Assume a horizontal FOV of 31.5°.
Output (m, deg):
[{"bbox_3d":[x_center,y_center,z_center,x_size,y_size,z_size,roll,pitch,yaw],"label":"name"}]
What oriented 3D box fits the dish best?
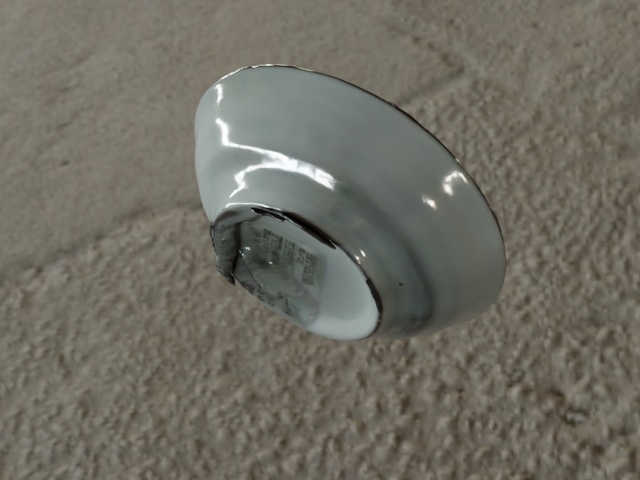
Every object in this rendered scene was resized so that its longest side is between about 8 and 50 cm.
[{"bbox_3d":[0.000,0.000,0.991,0.316,0.316,0.106,12,53,33],"label":"dish"}]
